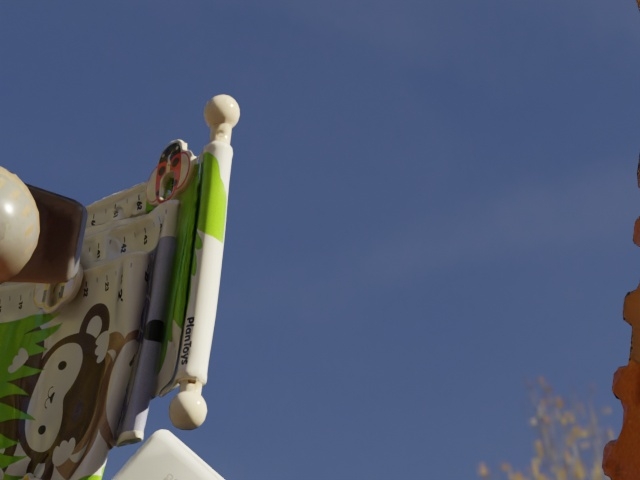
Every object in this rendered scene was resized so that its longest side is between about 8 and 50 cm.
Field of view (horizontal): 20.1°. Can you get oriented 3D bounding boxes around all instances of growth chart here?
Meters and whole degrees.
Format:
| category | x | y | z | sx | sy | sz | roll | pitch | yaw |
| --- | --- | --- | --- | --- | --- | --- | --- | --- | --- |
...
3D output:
| category | x | y | z | sx | sy | sz | roll | pitch | yaw |
| --- | --- | --- | --- | --- | --- | --- | --- | --- | --- |
| growth chart | -0.122 | 0.051 | 0.794 | 0.237 | 0.172 | 0.021 | -24 | -37 | 37 |

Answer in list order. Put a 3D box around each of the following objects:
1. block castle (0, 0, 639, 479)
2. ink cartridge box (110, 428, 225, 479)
| category | x | y | z | sx | sy | sz | roll | pitch | yaw |
| --- | --- | --- | --- | --- | --- | --- | --- | --- | --- |
| block castle | 0.000 | 0.000 | 0.443 | 0.453 | 0.213 | 0.303 | 8 | -90 | -29 |
| ink cartridge box | -0.058 | 0.299 | 1.102 | 0.306 | 0.131 | 0.226 | 42 | -100 | 3 |
